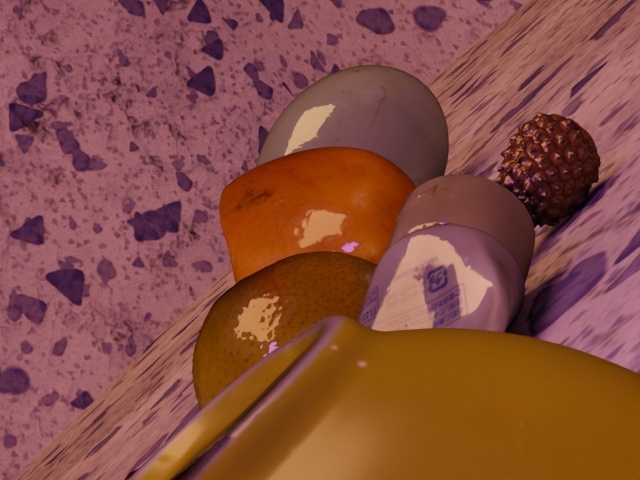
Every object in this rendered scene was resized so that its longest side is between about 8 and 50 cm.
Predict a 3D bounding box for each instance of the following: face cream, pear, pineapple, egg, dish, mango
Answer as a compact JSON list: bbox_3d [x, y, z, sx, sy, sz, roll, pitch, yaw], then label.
[{"bbox_3d":[0.043,0.062,0.799,0.114,0.070,0.224,-41,16,37],"label":"face cream"},{"bbox_3d":[-0.009,0.058,0.954,0.141,0.104,0.141,-43,8,8],"label":"pear"},{"bbox_3d":[0.102,-0.015,0.966,0.124,0.058,0.058,-45,5,-28],"label":"pineapple"},{"bbox_3d":[0.025,-0.064,1.524,0.192,0.149,0.149,-45,4,-6],"label":"egg"},{"bbox_3d":[-0.018,0.108,0.459,0.262,0.108,0.221,-45,4,-32],"label":"dish"},{"bbox_3d":[0.000,0.000,1.292,0.154,0.126,0.252,-23,9,-13],"label":"mango"}]
